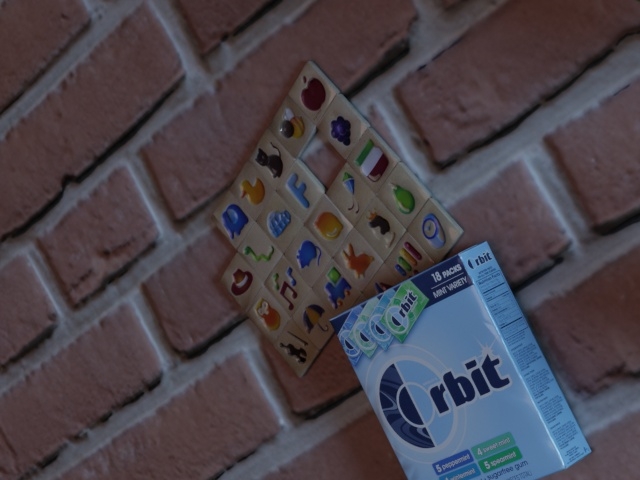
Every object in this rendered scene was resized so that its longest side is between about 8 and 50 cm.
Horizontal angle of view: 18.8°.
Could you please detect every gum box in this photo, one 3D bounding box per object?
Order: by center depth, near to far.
[{"bbox_3d":[0.108,0.114,1.532,0.157,0.041,0.184,-29,85,43],"label":"gum box"}]

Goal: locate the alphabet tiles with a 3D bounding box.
[{"bbox_3d":[0.000,0.000,1.622,0.198,0.009,0.237,49,131,19],"label":"alphabet tiles"}]
